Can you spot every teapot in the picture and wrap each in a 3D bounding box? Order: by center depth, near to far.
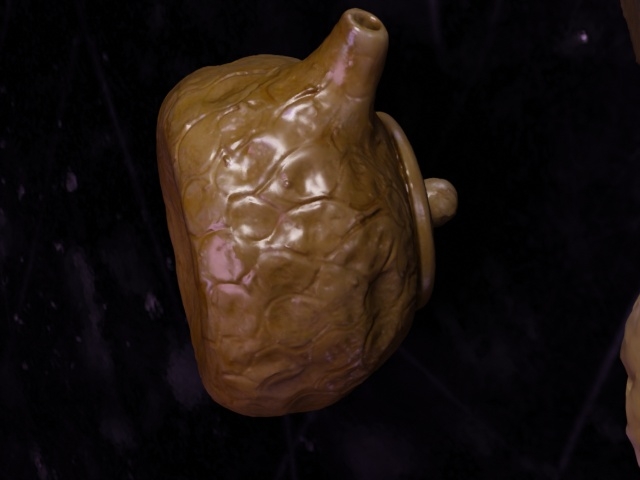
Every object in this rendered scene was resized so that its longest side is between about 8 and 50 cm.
[{"bbox_3d":[0.000,0.000,0.736,0.311,0.167,0.203,92,163,-47],"label":"teapot"}]

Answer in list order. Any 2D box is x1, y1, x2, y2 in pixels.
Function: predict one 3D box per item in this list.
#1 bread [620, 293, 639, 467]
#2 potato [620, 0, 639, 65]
[{"bbox_3d":[0.301,0.109,0.470,0.388,0.183,0.236,45,148,15],"label":"bread"},{"bbox_3d":[0.185,-0.127,0.513,0.138,0.243,0.098,-9,128,13],"label":"potato"}]
